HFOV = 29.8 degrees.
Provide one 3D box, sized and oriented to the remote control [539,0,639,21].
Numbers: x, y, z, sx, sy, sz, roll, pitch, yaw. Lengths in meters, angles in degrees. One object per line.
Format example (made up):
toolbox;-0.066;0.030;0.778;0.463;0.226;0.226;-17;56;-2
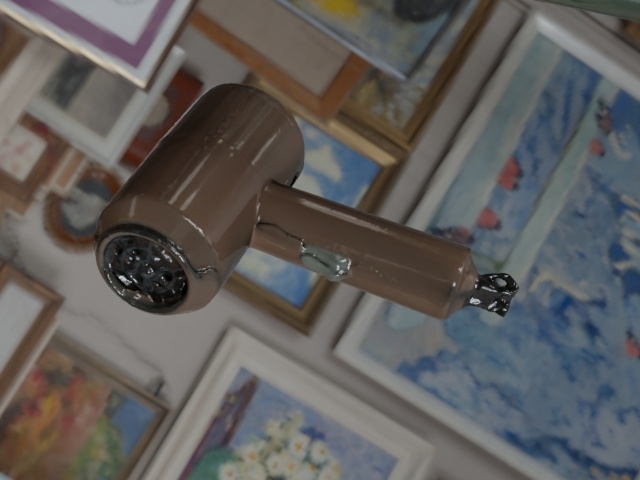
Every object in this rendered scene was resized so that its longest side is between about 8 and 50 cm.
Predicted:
remote control;0.075;-0.120;0.405;0.128;0.335;0.066;65;40;-74

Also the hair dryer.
hair dryer;0.000;0.000;0.545;0.117;0.181;0.064;-59;164;-46
